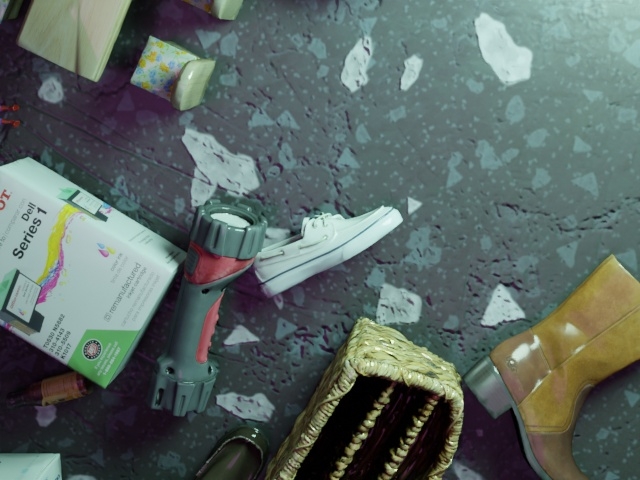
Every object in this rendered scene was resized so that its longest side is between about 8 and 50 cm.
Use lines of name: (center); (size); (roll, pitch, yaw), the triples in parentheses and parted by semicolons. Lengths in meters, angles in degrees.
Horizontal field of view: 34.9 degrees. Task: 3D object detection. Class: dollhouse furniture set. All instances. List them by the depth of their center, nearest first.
dollhouse furniture set: (-0.268, -0.400, 1.255); (0.362, 0.256, 0.394); (26, 102, 0)

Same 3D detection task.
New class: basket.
basket: (0.067, 0.293, 1.379); (0.213, 0.223, 0.299); (30, 101, -1)

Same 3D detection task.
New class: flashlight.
flashlight: (-0.157, 0.098, 1.417); (0.103, 0.103, 0.304); (18, 112, 7)

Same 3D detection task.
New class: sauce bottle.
sauce bottle: (-0.400, 0.222, 1.502); (0.128, 0.042, 0.042); (-15, 99, 11)

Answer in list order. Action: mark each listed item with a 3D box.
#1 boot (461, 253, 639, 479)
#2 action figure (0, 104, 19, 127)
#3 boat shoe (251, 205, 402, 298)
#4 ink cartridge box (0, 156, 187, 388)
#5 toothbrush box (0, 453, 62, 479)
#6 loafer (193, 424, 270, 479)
boot: (0.381, 0.201, 1.418); (0.280, 0.096, 0.264); (-38, 88, 4)
action figure: (-0.486, -0.178, 1.437); (0.115, 0.030, 0.038); (2, 106, 7)
boat shoe: (0.000, 0.000, 1.397); (0.226, 0.083, 0.076); (-29, 94, 12)
ink cartridge box: (-0.358, 0.042, 1.422); (0.278, 0.117, 0.201); (31, 102, -1)
toothbrush box: (-0.499, 0.475, 1.517); (0.216, 0.126, 0.296); (0, 100, 4)
loafer: (-0.151, 0.367, 1.486); (0.080, 0.078, 0.220); (35, 102, -2)
